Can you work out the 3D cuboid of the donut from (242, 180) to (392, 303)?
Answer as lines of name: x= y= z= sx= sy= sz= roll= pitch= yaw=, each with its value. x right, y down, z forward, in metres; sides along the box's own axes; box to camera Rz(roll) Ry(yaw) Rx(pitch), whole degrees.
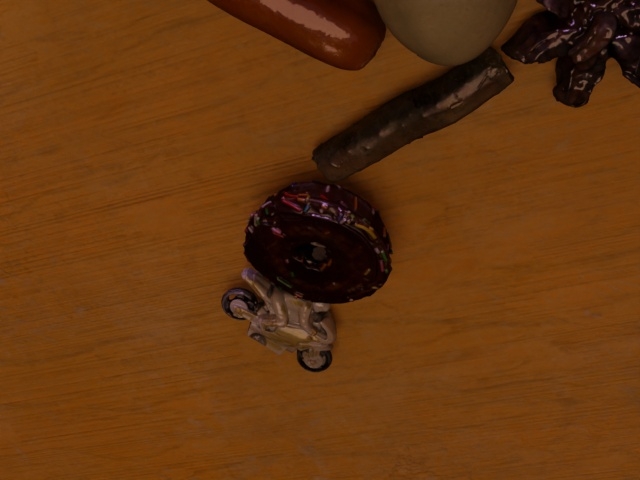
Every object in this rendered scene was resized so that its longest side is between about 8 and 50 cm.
donut: x=0.000 y=0.000 z=1.317 sx=0.234 sy=0.089 sz=0.235 roll=11 pitch=139 yaw=10

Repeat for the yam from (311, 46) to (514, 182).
yam: x=0.123 y=-0.171 z=1.209 sx=0.317 sy=0.067 sz=0.071 roll=-28 pitch=128 yaw=27

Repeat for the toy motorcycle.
toy motorcycle: x=-0.051 y=0.129 z=1.443 sx=0.228 sy=0.074 sz=0.151 roll=38 pitch=120 yaw=-13

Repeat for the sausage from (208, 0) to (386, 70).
sausage: x=-0.043 y=-0.316 z=1.127 sx=0.274 sy=0.105 sz=0.105 roll=27 pitch=124 yaw=-7

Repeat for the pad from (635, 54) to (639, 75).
pad: x=0.476 y=-0.277 z=1.034 sx=0.211 sy=0.003 sz=0.143 roll=-14 pitch=128 yaw=-22

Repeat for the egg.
egg: x=0.148 y=-0.331 z=1.025 sx=0.186 sy=0.187 sz=0.253 roll=-7 pitch=122 yaw=16

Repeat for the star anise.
star anise: x=0.358 y=-0.257 z=1.087 sx=0.214 sy=0.099 sz=0.220 roll=32 pitch=124 yaw=-6
